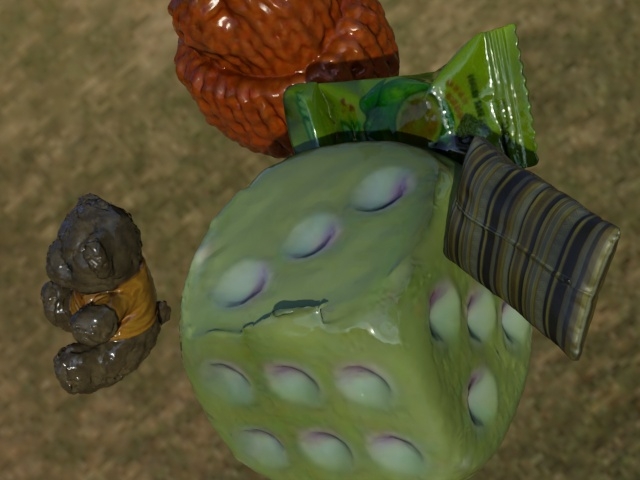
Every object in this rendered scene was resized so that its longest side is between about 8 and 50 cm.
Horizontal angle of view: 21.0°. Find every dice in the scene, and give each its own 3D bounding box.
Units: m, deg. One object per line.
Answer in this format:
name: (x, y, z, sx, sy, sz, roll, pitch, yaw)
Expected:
dice: (0.036, 0.073, 1.586, 0.252, 0.254, 0.250, -3, 41, 30)

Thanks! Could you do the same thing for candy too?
candy: (0.094, -0.111, 1.692, 0.246, 0.149, 0.069, -14, 7, 26)

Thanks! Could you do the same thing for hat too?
hat: (-0.069, -0.313, 2.173, 0.285, 0.400, 0.285, -12, 43, 11)

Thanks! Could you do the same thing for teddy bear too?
teddy bear: (-0.236, 0.047, 1.865, 0.140, 0.190, 0.177, -10, 35, -7)

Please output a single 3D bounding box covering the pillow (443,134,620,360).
pillow: (0.160, 0.002, 1.362, 0.203, 0.038, 0.113, 41, 122, 54)
